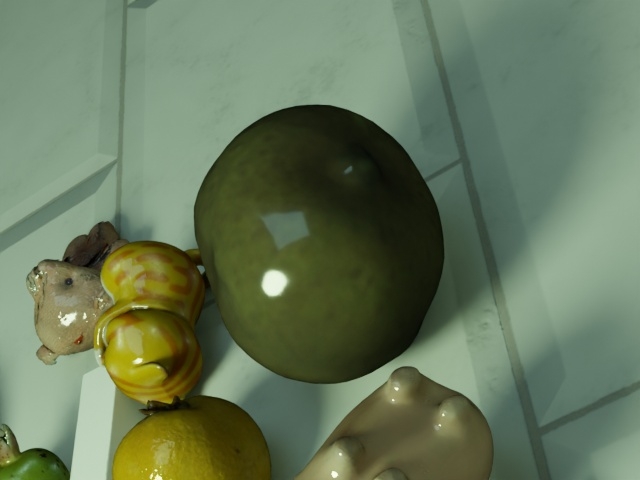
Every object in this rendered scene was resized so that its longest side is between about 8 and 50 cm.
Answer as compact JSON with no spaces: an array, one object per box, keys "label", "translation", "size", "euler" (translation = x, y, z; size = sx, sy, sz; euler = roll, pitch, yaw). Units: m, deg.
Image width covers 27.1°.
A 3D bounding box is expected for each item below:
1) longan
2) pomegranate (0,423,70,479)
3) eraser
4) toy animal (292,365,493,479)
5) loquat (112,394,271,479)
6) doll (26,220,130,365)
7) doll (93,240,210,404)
[{"label":"longan","translation":[0.000,0.000,1.714],"size":[0.361,0.361,0.361],"euler":[-25,42,25]},{"label":"pomegranate","translation":[-0.451,0.358,1.974],"size":[0.129,0.159,0.129],"euler":[-51,11,14]},{"label":"eraser","translation":[-0.310,0.318,1.937],"size":[0.076,0.078,0.298],"euler":[-28,41,23]},{"label":"toy animal","translation":[0.051,0.297,1.448],"size":[0.326,0.269,0.237],"euler":[-37,53,-28]},{"label":"loquat","translation":[-0.167,0.299,1.724],"size":[0.208,0.208,0.208],"euler":[-25,42,25]},{"label":"doll","translation":[-0.416,0.057,2.224],"size":[0.201,0.156,0.303],"euler":[-39,33,19]},{"label":"doll","translation":[-0.249,0.125,1.983],"size":[0.162,0.167,0.270],"euler":[-12,50,19]}]
